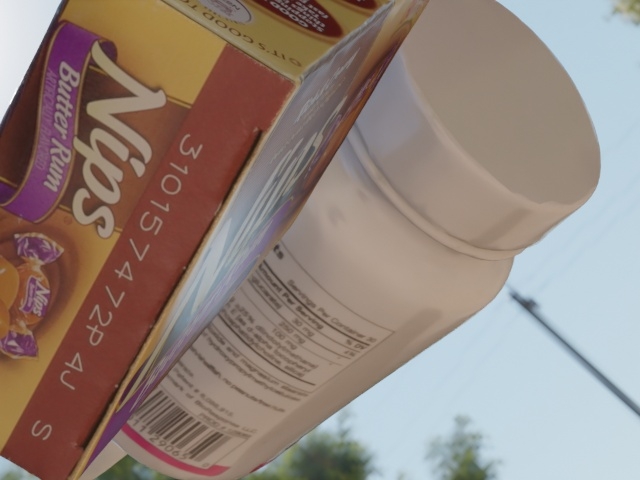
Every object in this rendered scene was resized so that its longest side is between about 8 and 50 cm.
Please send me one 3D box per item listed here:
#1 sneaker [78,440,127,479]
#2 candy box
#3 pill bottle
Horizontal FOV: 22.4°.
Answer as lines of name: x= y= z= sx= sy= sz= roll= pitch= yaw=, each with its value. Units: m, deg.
sneaker: x=-0.121 y=0.057 z=1.155 sx=0.321 sy=0.127 sz=0.126 roll=-39 pitch=9 yaw=32
candy box: x=-0.027 y=-0.029 z=0.404 sx=0.109 sy=0.053 sz=0.186 roll=-58 pitch=-1 yaw=23
pill bottle: x=0.000 y=0.000 z=0.850 sx=0.283 sy=0.160 sz=0.160 roll=-39 pitch=-15 yaw=37
